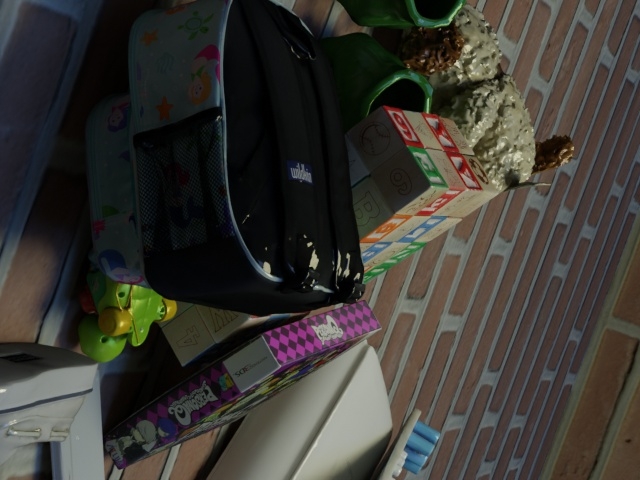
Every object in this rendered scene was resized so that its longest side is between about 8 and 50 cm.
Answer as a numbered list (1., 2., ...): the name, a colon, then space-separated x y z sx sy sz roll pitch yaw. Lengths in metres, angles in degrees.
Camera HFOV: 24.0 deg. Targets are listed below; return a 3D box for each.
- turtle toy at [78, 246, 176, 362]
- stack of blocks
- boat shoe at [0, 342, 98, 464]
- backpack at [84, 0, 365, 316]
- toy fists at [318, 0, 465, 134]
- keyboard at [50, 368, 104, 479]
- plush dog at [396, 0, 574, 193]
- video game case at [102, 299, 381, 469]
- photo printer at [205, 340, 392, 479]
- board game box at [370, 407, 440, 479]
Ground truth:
1. turtle toy: -0.171 0.047 1.297 0.095 0.066 0.130 -14 122 -61
2. stack of blocks: 0.000 0.000 1.405 0.297 0.087 0.171 -36 165 21
3. boat shoe: -0.260 0.130 1.146 0.267 0.096 0.088 -1 105 -75
4. backpack: -0.075 -0.070 1.222 0.225 0.191 0.253 15 70 -63
5. toy fists: 0.058 -0.205 1.509 0.096 0.142 0.279 12 100 -25
6. keyboard: -0.219 0.245 1.381 0.072 0.014 0.256 -39 134 -60
7. plush dog: 0.155 -0.165 1.670 0.262 0.211 0.225 -81 154 -76
8. video game case: -0.072 0.138 1.476 0.210 0.041 0.232 -34 170 24
9. photo printer: -0.032 0.278 1.751 0.307 0.107 0.256 -57 155 -27
10. board game box: 0.013 0.421 1.816 0.390 0.050 0.390 -60 175 14
